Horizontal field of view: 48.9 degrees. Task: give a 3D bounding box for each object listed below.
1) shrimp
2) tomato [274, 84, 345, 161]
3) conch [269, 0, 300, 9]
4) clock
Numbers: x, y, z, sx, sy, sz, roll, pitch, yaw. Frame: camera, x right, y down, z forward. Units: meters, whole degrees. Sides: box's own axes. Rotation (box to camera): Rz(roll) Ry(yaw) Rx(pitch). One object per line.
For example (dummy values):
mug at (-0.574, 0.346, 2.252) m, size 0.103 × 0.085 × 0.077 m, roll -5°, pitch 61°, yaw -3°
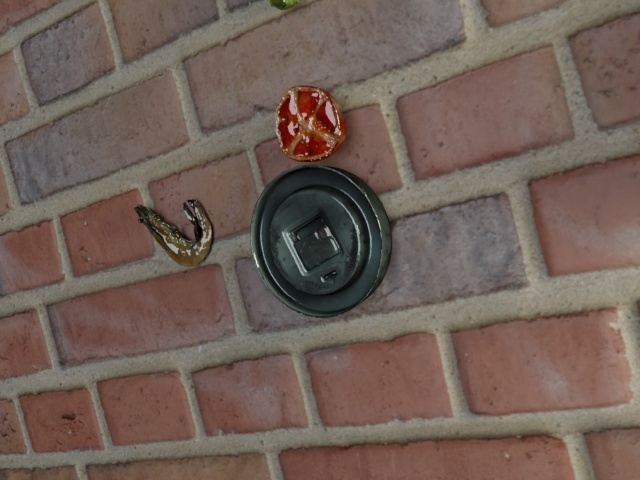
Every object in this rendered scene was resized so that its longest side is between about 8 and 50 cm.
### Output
shrimp at (-0.338, -0.041, 1.620) m, size 0.219 × 0.046 × 0.152 m, roll 38°, pitch 116°, yaw 16°
tomato at (-0.013, -0.231, 1.383) m, size 0.155 × 0.069 × 0.156 m, roll 8°, pitch 105°, yaw 30°
conch at (-0.067, -0.493, 1.368) m, size 0.121 × 0.074 × 0.089 m, roll -15°, pitch 52°, yaw 53°
clock at (-0.001, -0.001, 1.418) m, size 0.312 × 0.061 × 0.313 m, roll 5°, pitch 101°, yaw 30°
